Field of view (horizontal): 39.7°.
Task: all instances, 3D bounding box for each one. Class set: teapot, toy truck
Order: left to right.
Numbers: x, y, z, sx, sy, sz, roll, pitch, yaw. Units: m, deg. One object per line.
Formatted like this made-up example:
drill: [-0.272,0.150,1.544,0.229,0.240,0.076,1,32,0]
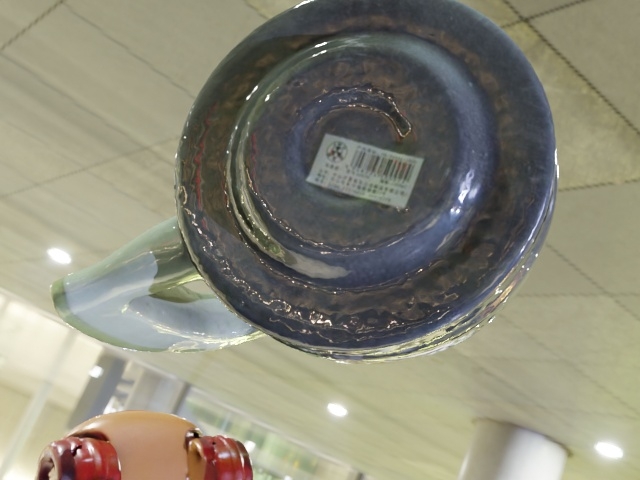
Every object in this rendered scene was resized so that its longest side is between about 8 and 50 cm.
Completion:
toy truck: [-0.190,0.297,0.820,0.189,0.265,0.239,8,160,-33]
teapot: [0.019,0.010,0.630,0.239,0.321,0.239,40,176,23]
